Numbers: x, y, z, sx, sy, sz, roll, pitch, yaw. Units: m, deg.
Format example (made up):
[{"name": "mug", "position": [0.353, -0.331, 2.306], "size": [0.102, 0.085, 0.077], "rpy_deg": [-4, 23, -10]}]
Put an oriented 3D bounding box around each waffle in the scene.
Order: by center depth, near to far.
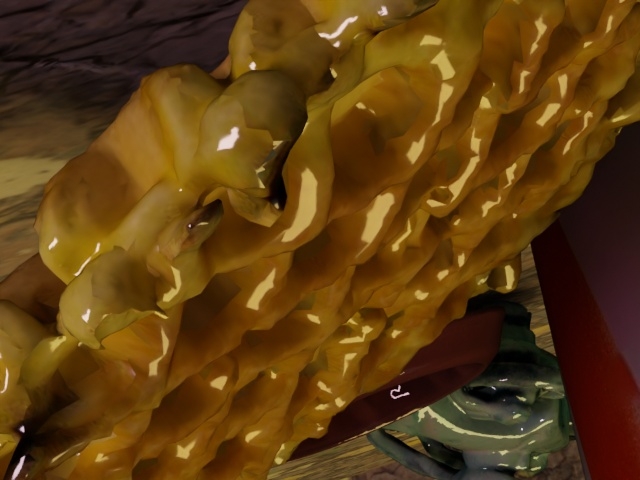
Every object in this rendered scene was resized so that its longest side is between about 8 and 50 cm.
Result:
[{"name": "waffle", "position": [0.007, -0.008, 0.585], "size": [0.329, 0.062, 0.329], "rpy_deg": [-40, 163, -15]}]

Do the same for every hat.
[{"name": "hat", "position": [0.016, 0.067, 1.189], "size": [0.205, 0.089, 0.205], "rpy_deg": [-21, 168, -5]}]

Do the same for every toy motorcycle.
[{"name": "toy motorcycle", "position": [0.107, 0.121, 1.508], "size": [0.206, 0.154, 0.260], "rpy_deg": [3, 167, 16]}]

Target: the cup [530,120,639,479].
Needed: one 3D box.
[{"name": "cup", "position": [0.171, 0.040, 0.744], "size": [0.203, 0.288, 0.203], "rpy_deg": [-17, 170, -3]}]
